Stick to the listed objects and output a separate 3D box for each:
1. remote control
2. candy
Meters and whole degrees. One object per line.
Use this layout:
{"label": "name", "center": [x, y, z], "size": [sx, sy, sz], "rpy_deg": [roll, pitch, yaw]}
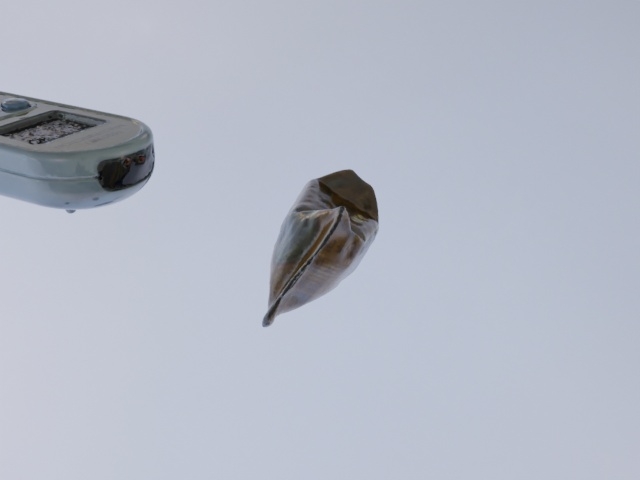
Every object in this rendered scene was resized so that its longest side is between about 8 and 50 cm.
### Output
{"label": "remote control", "center": [-0.203, -0.061, 0.660], "size": [0.244, 0.047, 0.087], "rpy_deg": [14, -157, 31]}
{"label": "candy", "center": [0.000, 0.000, 1.177], "size": [0.101, 0.143, 0.271], "rpy_deg": [31, -163, 1]}
